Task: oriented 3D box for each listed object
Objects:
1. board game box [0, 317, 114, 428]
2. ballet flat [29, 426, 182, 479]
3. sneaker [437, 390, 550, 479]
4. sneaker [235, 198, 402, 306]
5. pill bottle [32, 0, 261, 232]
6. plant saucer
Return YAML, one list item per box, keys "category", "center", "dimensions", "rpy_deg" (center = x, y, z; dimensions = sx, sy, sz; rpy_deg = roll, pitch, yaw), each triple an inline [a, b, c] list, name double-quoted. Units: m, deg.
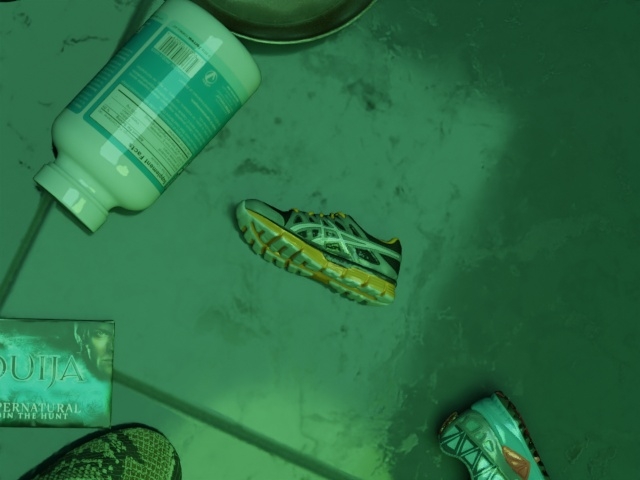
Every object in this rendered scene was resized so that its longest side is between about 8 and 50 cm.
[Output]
- category: "board game box"
  center: [-0.331, 0.151, 1.591]
  dimensions: [0.186, 0.026, 0.126]
  rpy_deg: [2, 89, -11]
- category: "ballet flat"
  center: [-0.344, 0.385, 1.504]
  dimensions: [0.483, 0.182, 0.164]
  rpy_deg: [-36, 94, -10]
- category: "sneaker"
  center: [0.223, 0.318, 1.673]
  dimensions: [0.125, 0.104, 0.262]
  rpy_deg: [-25, 89, 7]
- category: "sneaker"
  center: [0.000, 0.000, 1.639]
  dimensions: [0.215, 0.084, 0.083]
  rpy_deg: [27, 70, -13]
- category: "pill bottle"
  center: [-0.201, -0.136, 1.564]
  dimensions: [0.146, 0.146, 0.264]
  rpy_deg: [43, 82, -7]
- category: "plant saucer"
  center: [-0.054, -0.384, 1.649]
  dimensions: [0.310, 0.050, 0.311]
  rpy_deg: [0, 89, -11]
